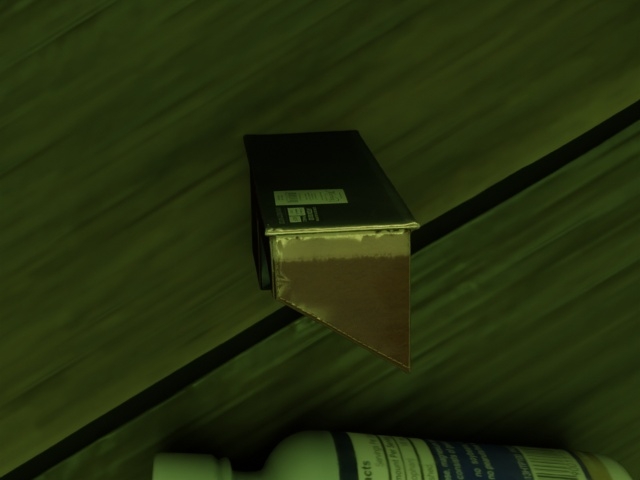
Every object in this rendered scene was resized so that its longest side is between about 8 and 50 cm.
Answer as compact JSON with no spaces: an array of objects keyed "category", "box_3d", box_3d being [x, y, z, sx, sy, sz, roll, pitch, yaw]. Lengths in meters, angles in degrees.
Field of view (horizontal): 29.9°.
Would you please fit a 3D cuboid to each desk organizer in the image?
[{"category":"desk organizer","box_3d":[0.000,0.000,0.422,0.047,0.130,0.050,-3,108,-6]}]

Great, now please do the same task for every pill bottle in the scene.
[{"category":"pill bottle","box_3d":[0.024,0.132,0.470,0.186,0.112,0.112,5,105,-7]}]
